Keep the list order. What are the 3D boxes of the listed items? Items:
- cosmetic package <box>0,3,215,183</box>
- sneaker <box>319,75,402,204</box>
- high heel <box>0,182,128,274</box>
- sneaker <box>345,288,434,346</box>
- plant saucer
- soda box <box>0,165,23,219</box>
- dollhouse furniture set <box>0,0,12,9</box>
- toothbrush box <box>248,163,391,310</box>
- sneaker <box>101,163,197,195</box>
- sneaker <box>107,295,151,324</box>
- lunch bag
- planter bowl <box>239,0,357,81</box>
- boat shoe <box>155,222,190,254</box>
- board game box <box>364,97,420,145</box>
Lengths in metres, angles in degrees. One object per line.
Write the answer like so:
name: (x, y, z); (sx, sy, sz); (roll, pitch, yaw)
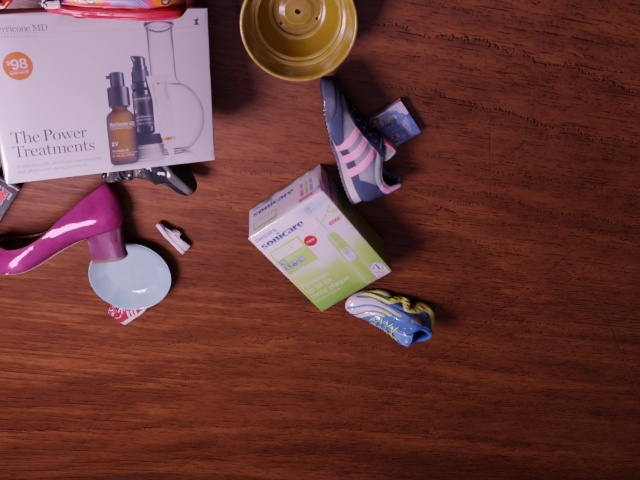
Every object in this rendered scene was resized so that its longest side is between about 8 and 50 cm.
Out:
cosmetic package: (-0.386, -0.269, 1.244); (0.377, 0.097, 0.285); (-11, 114, -23)
sneaker: (0.086, -0.218, 1.460); (0.131, 0.112, 0.319); (-12, 135, 10)
high heel: (-0.625, -0.032, 1.555); (0.377, 0.127, 0.181); (-7, 113, -3)
sneaker: (0.184, 0.199, 1.768); (0.240, 0.126, 0.091); (8, 126, -11)
plant saucer: (-0.456, 0.079, 1.677); (0.194, 0.037, 0.195); (-1, 123, -2)
soda box: (-0.717, -0.082, 1.530); (0.060, 0.053, 0.169); (31, 118, -25)
dollhouse furniture set: (-0.598, -0.428, 1.259); (0.262, 0.135, 0.259); (-31, 112, 17)
toothbrush box: (0.000, 0.000, 1.608); (0.206, 0.122, 0.283); (-31, 122, 17)
sneaker: (-0.379, -0.155, 1.485); (0.227, 0.087, 0.130); (36, 118, -23)
sneaker: (-0.482, 0.164, 1.740); (0.118, 0.042, 0.067); (-37, 125, 23)
lunch bag: (-0.337, -0.442, 1.141); (0.258, 0.293, 0.120); (1, 119, -3)
planter bowl: (-0.041, -0.419, 1.308); (0.217, 0.090, 0.217); (-2, 127, -2)
boat shoe: (-0.343, -0.011, 1.630); (0.035, 0.035, 0.100); (-44, 118, -7)
board game box: (0.156, -0.247, 1.497); (0.090, 0.020, 0.090); (-30, 124, 17)
